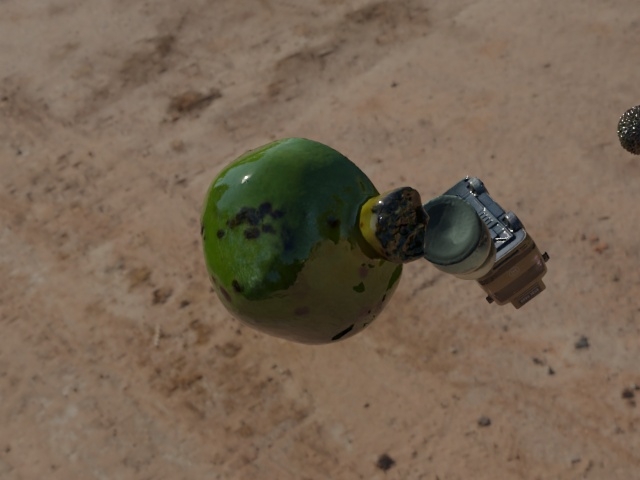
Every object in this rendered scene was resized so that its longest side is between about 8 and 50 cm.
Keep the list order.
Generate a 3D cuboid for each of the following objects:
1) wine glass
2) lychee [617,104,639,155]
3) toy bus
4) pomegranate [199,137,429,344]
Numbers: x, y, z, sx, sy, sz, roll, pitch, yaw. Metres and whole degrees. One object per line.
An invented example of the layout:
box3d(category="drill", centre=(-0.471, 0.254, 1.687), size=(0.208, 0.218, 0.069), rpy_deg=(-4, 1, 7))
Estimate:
box3d(category="wine glass", centre=(0.207, 0.003, 1.551), size=(0.103, 0.231, 0.103), rpy_deg=(-3, 81, 17))
box3d(category="lychee", centre=(0.459, -0.158, 1.481), size=(0.067, 0.068, 0.083), rpy_deg=(26, 37, 28))
box3d(category="toy bus", centre=(0.311, 0.003, 1.956), size=(0.139, 0.157, 0.289), rpy_deg=(-38, 30, 2))
box3d(category="pomegranate", centre=(-0.012, 0.006, 0.675), size=(0.122, 0.143, 0.169), rpy_deg=(-30, 21, -18))
